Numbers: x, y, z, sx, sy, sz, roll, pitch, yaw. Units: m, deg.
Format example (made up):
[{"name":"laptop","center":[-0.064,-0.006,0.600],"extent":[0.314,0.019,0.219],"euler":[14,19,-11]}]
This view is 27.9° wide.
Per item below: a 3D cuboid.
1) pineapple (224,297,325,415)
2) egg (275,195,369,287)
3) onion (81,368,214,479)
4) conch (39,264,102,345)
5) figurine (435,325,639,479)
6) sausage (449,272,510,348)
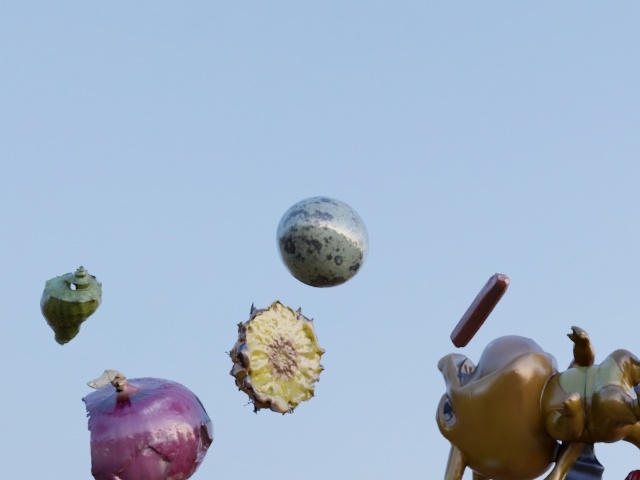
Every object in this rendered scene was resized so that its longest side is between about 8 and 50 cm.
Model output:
[{"name":"pineapple","center":[-0.087,0.212,2.310],"extent":[0.225,0.225,0.076],"euler":[23,-25,-39]},{"name":"egg","center":[0.000,0.000,1.857],"extent":[0.132,0.132,0.172],"euler":[-8,-18,20]},{"name":"onion","center":[-0.246,0.277,1.843],"extent":[0.200,0.200,0.207],"euler":[6,-19,-10]},{"name":"conch","center":[-0.349,0.085,1.783],"extent":[0.074,0.089,0.121],"euler":[-3,-57,-46]},{"name":"figurine","center":[0.393,0.315,2.178],"extent":[0.387,0.401,0.268],"euler":[-14,-52,25]},{"name":"sausage","center":[0.239,0.106,1.938],"extent":[0.030,0.035,0.147],"euler":[15,-56,-28]}]
